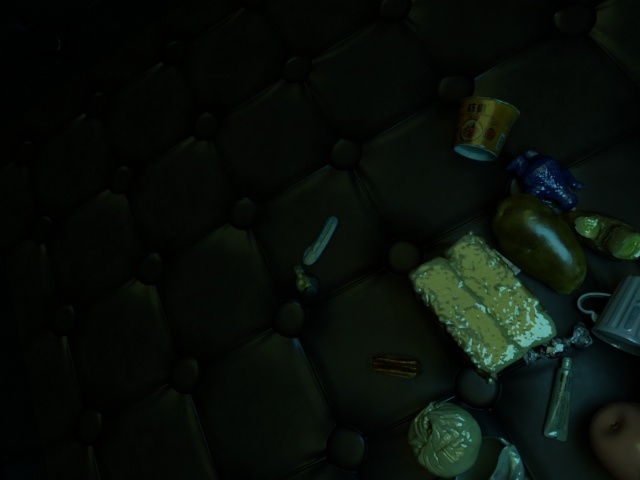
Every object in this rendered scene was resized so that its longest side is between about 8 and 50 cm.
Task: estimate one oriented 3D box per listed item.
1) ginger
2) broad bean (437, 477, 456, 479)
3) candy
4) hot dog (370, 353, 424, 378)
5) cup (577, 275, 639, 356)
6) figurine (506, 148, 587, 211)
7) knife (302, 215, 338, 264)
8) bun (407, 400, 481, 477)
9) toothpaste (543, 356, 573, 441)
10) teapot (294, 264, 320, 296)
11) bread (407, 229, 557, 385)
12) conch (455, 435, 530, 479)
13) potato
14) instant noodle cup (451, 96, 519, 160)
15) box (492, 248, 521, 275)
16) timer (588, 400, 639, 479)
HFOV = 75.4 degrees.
[{"bbox_3d":[0.882,-0.030,1.311,0.123,0.219,0.270,-61,34,21],"label":"ginger"},{"bbox_3d":[0.331,0.819,1.329,0.256,0.052,0.052,-31,108,8],"label":"broad bean"},{"bbox_3d":[0.752,0.334,1.326,0.226,0.051,0.093,-27,60,7],"label":"candy"},{"bbox_3d":[0.266,0.435,1.440,0.189,0.055,0.072,4,81,17],"label":"hot dog"},{"bbox_3d":[0.920,0.212,1.242,0.221,0.167,0.202,30,83,12],"label":"cup"},{"bbox_3d":[0.775,-0.206,1.411,0.262,0.121,0.164,41,87,19],"label":"figurine"},{"bbox_3d":[0.000,0.000,1.639,0.064,0.031,0.221,30,86,25],"label":"knife"},{"bbox_3d":[0.375,0.611,1.296,0.229,0.145,0.229,-38,27,24],"label":"bun"},{"bbox_3d":[0.751,0.492,1.292,0.067,0.037,0.255,11,83,13],"label":"toothpaste"},{"bbox_3d":[-0.068,0.158,1.589,0.124,0.091,0.092,34,87,21],"label":"teapot"},{"bbox_3d":[0.482,0.200,1.264,0.279,0.390,0.371,-41,68,9],"label":"bread"},{"bbox_3d":[0.497,0.777,1.217,0.197,0.249,0.368,38,95,-24],"label":"conch"},{"bbox_3d":[0.708,0.008,1.354,0.195,0.176,0.369,-39,75,7],"label":"potato"},{"bbox_3d":[0.575,-0.392,1.481,0.216,0.216,0.172,18,91,20],"label":"instant noodle cup"},{"bbox_3d":[0.626,0.084,1.429,0.117,0.036,0.050,42,90,21],"label":"box"},{"bbox_3d":[0.874,0.566,1.131,0.215,0.229,0.229,40,90,0],"label":"timer"}]
